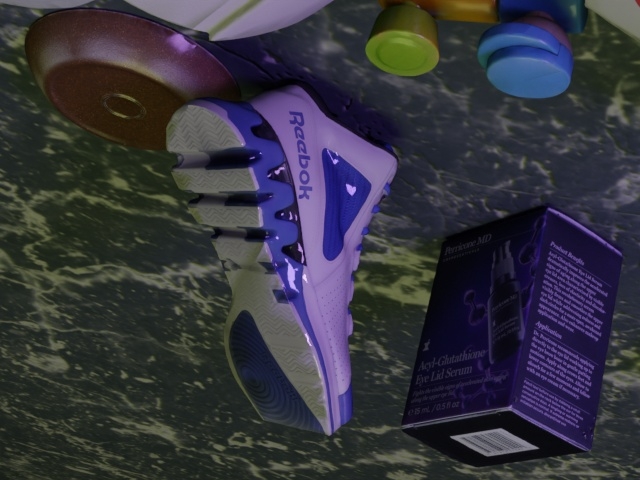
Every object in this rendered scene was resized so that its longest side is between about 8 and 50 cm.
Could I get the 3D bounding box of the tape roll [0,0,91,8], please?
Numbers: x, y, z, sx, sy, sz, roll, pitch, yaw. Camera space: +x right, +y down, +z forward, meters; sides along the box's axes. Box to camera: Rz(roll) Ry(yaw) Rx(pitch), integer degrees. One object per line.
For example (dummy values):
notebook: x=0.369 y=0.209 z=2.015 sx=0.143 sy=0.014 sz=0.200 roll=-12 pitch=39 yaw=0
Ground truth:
tape roll: x=-0.227 y=-0.254 z=0.981 sx=0.219 sy=0.072 sz=0.219 roll=11 pitch=154 yaw=6

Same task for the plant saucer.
plant saucer: x=-0.170 y=-0.131 z=1.248 sx=0.198 sy=0.036 sz=0.199 roll=11 pitch=155 yaw=5

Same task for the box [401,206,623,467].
box: x=0.180 y=0.094 z=1.325 sx=0.108 sy=0.207 sz=0.153 roll=29 pitch=150 yaw=-28

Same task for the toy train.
toy train: x=0.057 y=-0.170 z=0.919 sx=0.248 sy=0.143 sz=0.105 roll=7 pitch=153 yaw=16

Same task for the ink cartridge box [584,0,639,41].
ink cartridge box: x=0.338 y=-0.137 z=0.640 sx=0.395 sy=0.166 sz=0.285 roll=37 pitch=159 yaw=17

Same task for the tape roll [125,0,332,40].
tape roll: x=-0.023 y=-0.244 z=0.695 sx=0.246 sy=0.246 sz=0.169 roll=28 pitch=151 yaw=-26

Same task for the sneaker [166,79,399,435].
sneaker: x=0.000 y=-0.001 z=1.219 sx=0.127 sy=0.182 sz=0.316 roll=9 pitch=122 yaw=46
